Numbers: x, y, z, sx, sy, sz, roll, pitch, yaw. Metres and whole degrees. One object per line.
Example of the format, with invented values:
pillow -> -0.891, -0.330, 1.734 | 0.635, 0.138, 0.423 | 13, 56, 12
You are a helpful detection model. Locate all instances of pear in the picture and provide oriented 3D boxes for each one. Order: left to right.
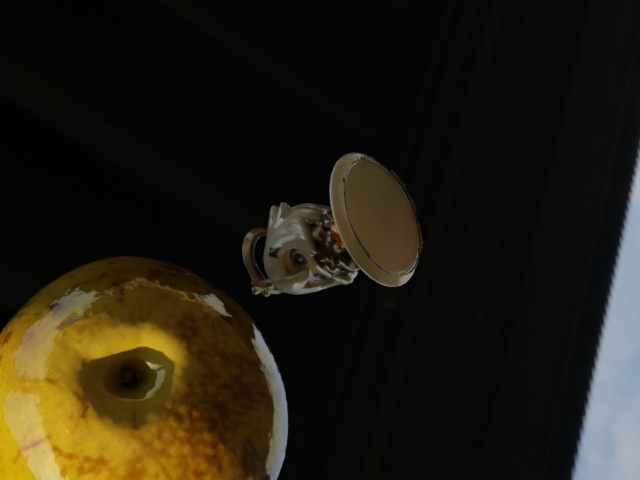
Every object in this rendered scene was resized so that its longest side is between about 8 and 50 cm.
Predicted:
pear -> -0.161, 0.151, 1.082 | 0.280, 0.280, 0.281 | 9, -106, -35

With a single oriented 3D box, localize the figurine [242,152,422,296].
figurine -> 0.000, 0.000, 1.166 | 0.132, 0.153, 0.132 | 31, -132, -42
